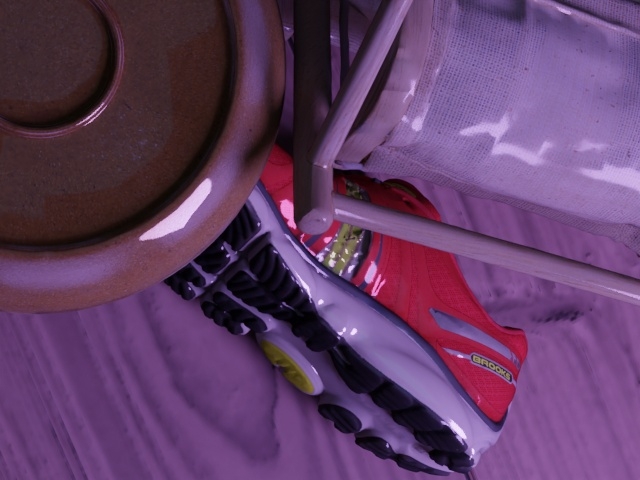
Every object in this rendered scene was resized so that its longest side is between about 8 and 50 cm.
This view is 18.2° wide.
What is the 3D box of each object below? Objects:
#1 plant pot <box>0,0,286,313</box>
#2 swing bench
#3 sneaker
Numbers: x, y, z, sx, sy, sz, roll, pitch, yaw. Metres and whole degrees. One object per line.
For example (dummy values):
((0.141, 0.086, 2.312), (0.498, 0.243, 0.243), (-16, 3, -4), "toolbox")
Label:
((-0.130, -0.084, 0.918), (0.236, 0.032, 0.236), (1, 87, -11), "plant pot")
((0.113, -0.105, 1.012), (0.253, 0.255, 0.165), (16, 120, -19), "swing bench")
((0.000, 0.000, 1.036), (0.279, 0.107, 0.118), (47, 55, -18), "sneaker")
